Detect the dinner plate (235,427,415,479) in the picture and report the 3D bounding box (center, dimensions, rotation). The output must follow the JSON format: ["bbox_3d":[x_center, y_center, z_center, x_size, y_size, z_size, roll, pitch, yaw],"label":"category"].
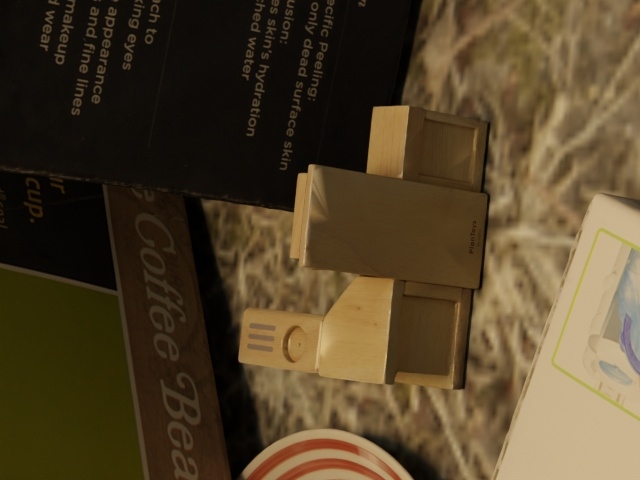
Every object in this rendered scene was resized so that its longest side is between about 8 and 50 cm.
[{"bbox_3d":[0.003,0.131,0.608,0.141,0.017,0.141,-13,73,49],"label":"dinner plate"}]

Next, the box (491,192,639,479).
[{"bbox_3d":[0.140,0.076,0.370,0.203,0.114,0.103,31,109,48],"label":"box"}]

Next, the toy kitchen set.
[{"bbox_3d":[0.000,0.000,0.592,0.075,0.068,0.083,3,86,51],"label":"toy kitchen set"}]

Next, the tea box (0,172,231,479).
[{"bbox_3d":[-0.211,0.101,0.615,0.220,0.324,0.329,-43,46,39],"label":"tea box"}]

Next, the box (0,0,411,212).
[{"bbox_3d":[-0.053,-0.096,0.602,0.093,0.158,0.156,17,97,50],"label":"box"}]
